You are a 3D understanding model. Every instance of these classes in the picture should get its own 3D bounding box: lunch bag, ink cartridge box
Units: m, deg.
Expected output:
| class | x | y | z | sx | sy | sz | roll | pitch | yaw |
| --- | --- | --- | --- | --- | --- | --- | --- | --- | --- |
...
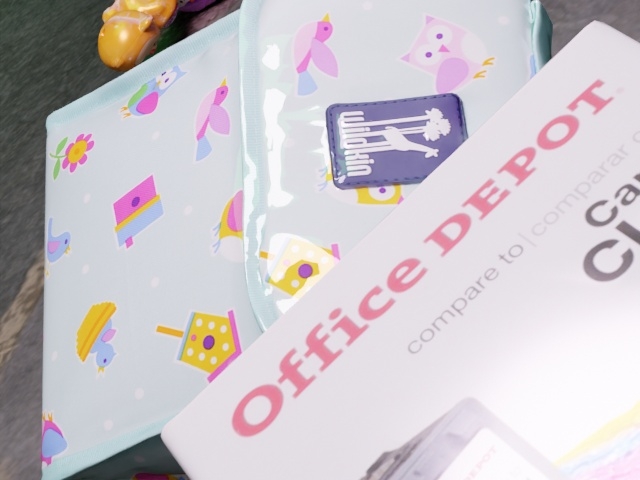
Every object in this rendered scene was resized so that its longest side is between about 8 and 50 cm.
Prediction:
| class | x | y | z | sx | sy | sz | roll | pitch | yaw |
| --- | --- | --- | --- | --- | --- | --- | --- | --- | --- |
| lunch bag | 0.000 | 0.000 | 0.771 | 0.262 | 0.160 | 0.223 | -25 | 52 | 30 |
| ink cartridge box | 0.122 | 0.095 | 0.497 | 0.226 | 0.131 | 0.306 | -43 | 43 | -5 |

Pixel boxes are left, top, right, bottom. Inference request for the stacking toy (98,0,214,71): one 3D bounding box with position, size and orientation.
| class | x | y | z | sx | sy | sz | roll | pitch | yaw |
| --- | --- | --- | --- | --- | --- | --- | --- | --- | --- |
| stacking toy | -0.121 | -0.260 | 1.386 | 0.175 | 0.165 | 0.302 | -30 | 36 | 49 |
